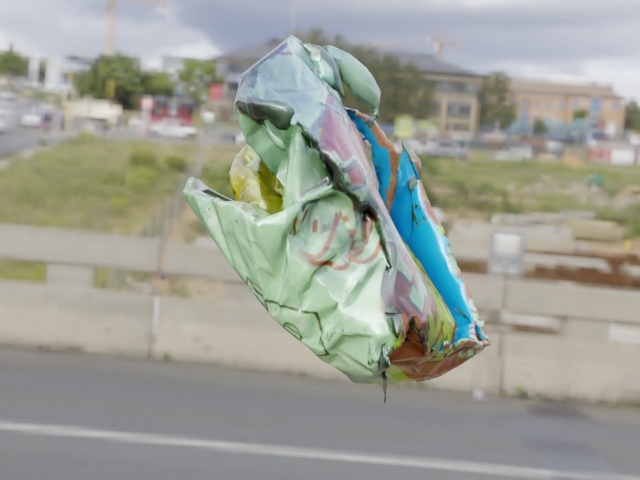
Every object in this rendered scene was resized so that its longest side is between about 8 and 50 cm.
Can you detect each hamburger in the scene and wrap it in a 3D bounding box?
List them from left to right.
[{"bbox_3d":[-0.005,-0.003,0.955,0.150,0.276,0.260,-26,0,17],"label":"hamburger"}]
